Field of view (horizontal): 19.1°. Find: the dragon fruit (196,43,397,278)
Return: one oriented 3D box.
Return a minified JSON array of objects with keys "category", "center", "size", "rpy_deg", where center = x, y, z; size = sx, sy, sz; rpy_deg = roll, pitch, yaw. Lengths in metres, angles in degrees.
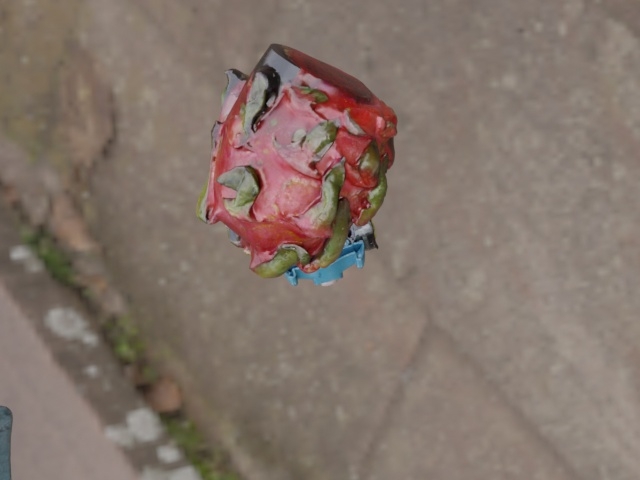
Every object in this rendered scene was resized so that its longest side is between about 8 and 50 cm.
[{"category":"dragon fruit","center":[-0.027,-0.058,1.527],"size":[0.166,0.160,0.172],"rpy_deg":[38,109,33]}]

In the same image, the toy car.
[{"category":"toy car","center":[0.000,0.000,1.764],"size":[0.161,0.126,0.098],"rpy_deg":[-109,2,-48]}]

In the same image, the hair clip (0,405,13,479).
[{"category":"hair clip","center":[-0.231,0.226,1.411],"size":[0.083,0.048,0.275],"rpy_deg":[23,132,47]}]
